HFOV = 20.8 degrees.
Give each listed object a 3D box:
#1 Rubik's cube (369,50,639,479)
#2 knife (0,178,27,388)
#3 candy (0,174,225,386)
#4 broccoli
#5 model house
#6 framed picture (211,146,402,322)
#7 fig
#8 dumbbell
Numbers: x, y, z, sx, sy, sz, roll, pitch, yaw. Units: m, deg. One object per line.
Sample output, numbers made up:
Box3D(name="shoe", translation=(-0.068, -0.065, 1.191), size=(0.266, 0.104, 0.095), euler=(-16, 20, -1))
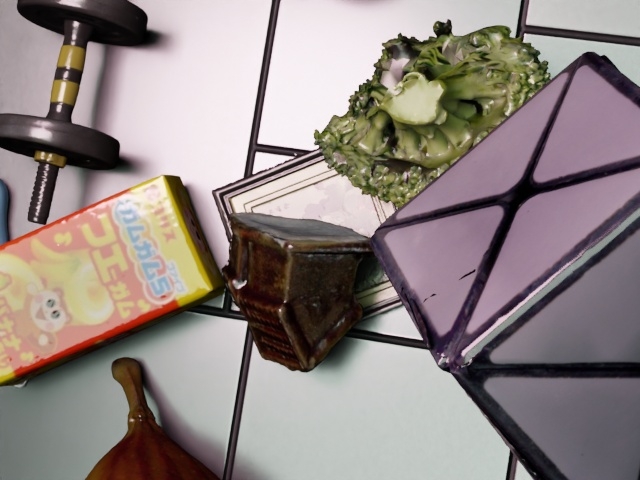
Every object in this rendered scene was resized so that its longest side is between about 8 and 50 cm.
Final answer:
Box3D(name="Rubik's cube", translation=(0.264, 0.056, 1.618), size=(0.310, 0.305, 0.307), euler=(-40, 115, 5))
Box3D(name="knife", translation=(-0.349, 0.043, 1.951), size=(0.058, 0.032, 0.244), euler=(-16, 86, 4))
Box3D(name="candy", translation=(-0.256, 0.045, 1.885), size=(0.276, 0.088, 0.146), euler=(-22, 86, 7))
Box3D(name="broccoli", translation=(0.113, -0.125, 1.786), size=(0.226, 0.176, 0.197), euler=(7, 74, -8))
Box3D(name="model house", translation=(-0.035, 0.054, 1.839), size=(0.165, 0.106, 0.152), euler=(18, 104, 49))
Box3D(name="framed picture", translation=(0.000, 0.000, 1.882), size=(0.195, 0.010, 0.199), euler=(-21, 81, 10))
Box3D(name="fig", translation=(-0.191, 0.262, 1.823), size=(0.217, 0.217, 0.320), euler=(-21, 63, 10))
Box3D(name="dumbbell", translation=(-0.273, -0.176, 1.886), size=(0.143, 0.143, 0.325), euler=(10, 83, 13))
